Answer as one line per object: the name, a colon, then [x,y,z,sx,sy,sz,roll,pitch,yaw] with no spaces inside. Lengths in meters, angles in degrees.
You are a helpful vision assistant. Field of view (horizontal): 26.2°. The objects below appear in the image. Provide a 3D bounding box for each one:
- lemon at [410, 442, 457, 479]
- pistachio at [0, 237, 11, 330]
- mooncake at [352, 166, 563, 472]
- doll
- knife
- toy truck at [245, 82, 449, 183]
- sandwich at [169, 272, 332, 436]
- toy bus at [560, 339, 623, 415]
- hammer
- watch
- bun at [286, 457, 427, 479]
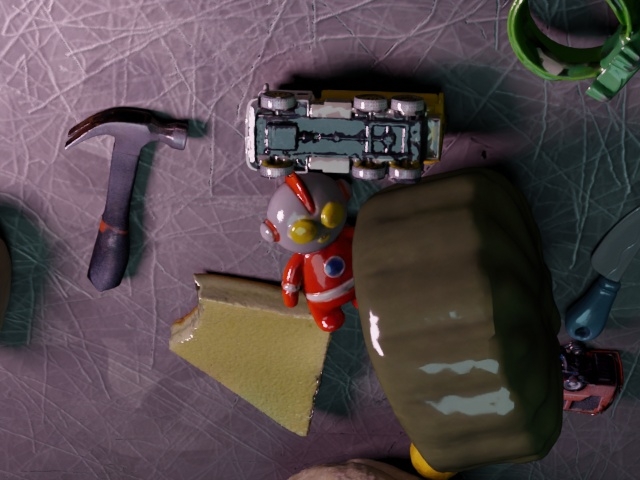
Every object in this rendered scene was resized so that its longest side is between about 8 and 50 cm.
lemon: [0.170,0.294,1.948,0.082,0.082,0.110,10,134,-5]
pistachio: [-0.486,0.069,1.739,0.166,0.197,0.288,45,149,20]
mooncake: [0.170,0.078,1.568,0.187,0.351,0.351,-13,131,20]
doll: [0.000,0.000,1.676,0.142,0.076,0.245,-30,127,-12]
knife: [0.366,0.033,1.730,0.058,0.032,0.244,18,128,-1]
toy truck: [0.032,-0.123,1.543,0.227,0.114,0.098,2,108,1]
sandwich: [-0.099,0.150,1.849,0.212,0.063,0.245,11,132,-2]
toy bus: [0.283,0.183,1.849,0.235,0.073,0.096,7,142,-2]
hammer: [-0.255,-0.043,1.687,0.137,0.037,0.290,12,133,-8]
watch: [0.284,-0.243,1.427,0.152,0.131,0.165,32,134,-1]
bun: [0.096,0.448,1.999,0.365,0.219,0.365,17,137,17]
